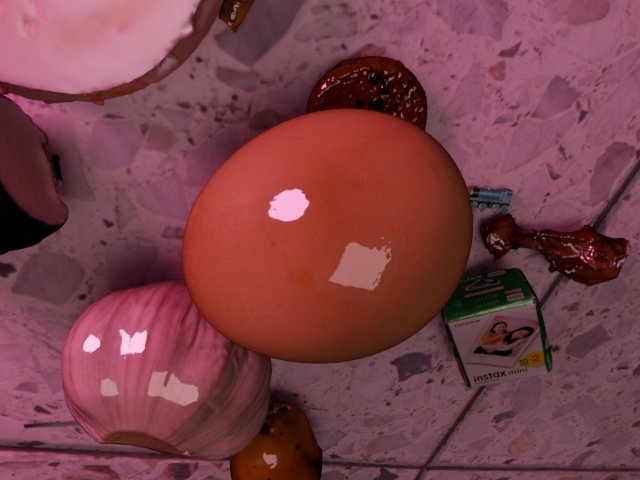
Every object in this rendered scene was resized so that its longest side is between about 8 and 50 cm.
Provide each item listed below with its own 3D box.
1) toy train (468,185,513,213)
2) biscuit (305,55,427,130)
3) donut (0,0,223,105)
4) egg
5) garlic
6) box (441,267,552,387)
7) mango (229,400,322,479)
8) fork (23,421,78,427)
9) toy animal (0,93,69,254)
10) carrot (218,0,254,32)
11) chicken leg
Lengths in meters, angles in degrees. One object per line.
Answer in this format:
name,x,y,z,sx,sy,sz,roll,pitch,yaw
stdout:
toy train,0.296,-0.073,0.782,0.092,0.029,0.045,4,111,-15
biscuit,0.068,-0.177,0.653,0.191,0.049,0.192,-9,129,-12
donut,-0.272,-0.326,0.425,0.381,0.142,0.383,-6,120,-10
egg,0.000,0.000,0.558,0.373,0.301,0.301,-16,128,31
garlic,-0.226,0.190,0.686,0.316,0.260,0.317,5,154,2
box,0.344,0.178,0.873,0.179,0.103,0.250,-17,124,17
mango,-0.094,0.463,0.934,0.201,0.153,0.288,-19,126,-15
fork,-0.451,0.363,0.864,0.234,0.021,0.039,0,117,-14
toy animal,-0.460,-0.056,0.515,0.266,0.213,0.213,-17,123,1
carrot,-0.079,-0.337,0.528,0.042,0.042,0.171,22,115,-24
chicken leg,0.436,0.009,0.838,0.304,0.093,0.113,14,99,-12
